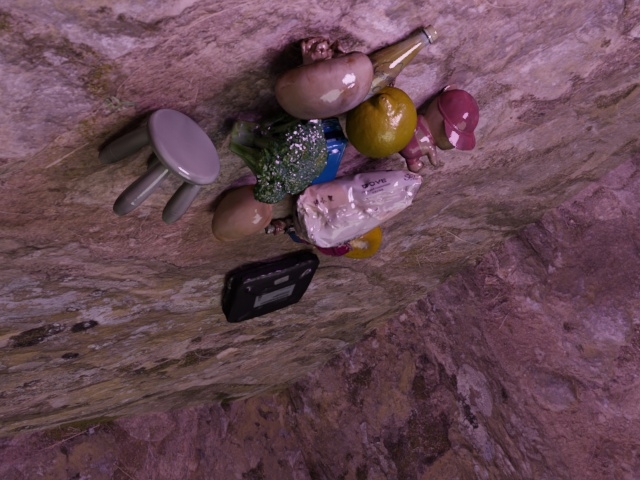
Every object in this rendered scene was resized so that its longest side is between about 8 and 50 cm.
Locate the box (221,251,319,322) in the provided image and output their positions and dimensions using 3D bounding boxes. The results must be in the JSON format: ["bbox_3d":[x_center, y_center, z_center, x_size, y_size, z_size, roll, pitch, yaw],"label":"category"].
[{"bbox_3d":[-0.195,0.182,2.466,0.359,0.091,0.350,-17,155,-24],"label":"box"}]

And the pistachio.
[{"bbox_3d":[-0.222,-0.082,1.843,0.215,0.144,0.144,-29,157,25],"label":"pistachio"}]

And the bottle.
[{"bbox_3d":[0.162,-0.426,1.556,0.269,0.083,0.083,-35,155,11],"label":"bottle"}]

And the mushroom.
[{"bbox_3d":[0.003,-0.360,1.428,0.226,0.178,0.226,-19,-159,8],"label":"mushroom"}]

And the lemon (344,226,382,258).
[{"bbox_3d":[0.121,-0.018,2.270,0.207,0.170,0.170,10,141,-30],"label":"lemon"}]

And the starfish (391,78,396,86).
[{"bbox_3d":[0.185,-0.424,1.669,0.092,0.016,0.086,-36,156,18],"label":"starfish"}]

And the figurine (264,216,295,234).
[{"bbox_3d":[-0.119,-0.042,2.120,0.129,0.054,0.072,-13,161,-22],"label":"figurine"}]

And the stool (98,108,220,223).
[{"bbox_3d":[-0.356,-0.163,1.457,0.198,0.195,0.195,-36,155,29],"label":"stool"}]

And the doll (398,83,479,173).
[{"bbox_3d":[0.333,-0.315,1.834,0.255,0.196,0.152,-28,176,24],"label":"doll"}]

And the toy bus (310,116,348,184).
[{"bbox_3d":[0.008,-0.242,1.759,0.090,0.106,0.185,-14,154,-19],"label":"toy bus"}]

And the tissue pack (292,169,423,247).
[{"bbox_3d":[0.097,-0.104,1.951,0.375,0.195,0.390,-19,-178,-10],"label":"tissue pack"}]

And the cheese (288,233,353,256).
[{"bbox_3d":[0.000,0.000,2.172,0.244,0.062,0.155,9,152,31],"label":"cheese"}]

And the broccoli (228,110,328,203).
[{"bbox_3d":[-0.099,-0.220,1.576,0.241,0.269,0.261,14,174,-4],"label":"broccoli"}]

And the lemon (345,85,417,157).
[{"bbox_3d":[0.155,-0.303,1.684,0.184,0.184,0.248,-21,169,-11],"label":"lemon"}]
